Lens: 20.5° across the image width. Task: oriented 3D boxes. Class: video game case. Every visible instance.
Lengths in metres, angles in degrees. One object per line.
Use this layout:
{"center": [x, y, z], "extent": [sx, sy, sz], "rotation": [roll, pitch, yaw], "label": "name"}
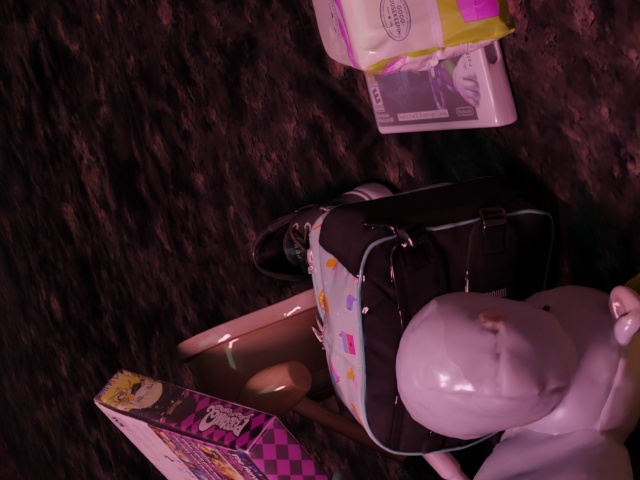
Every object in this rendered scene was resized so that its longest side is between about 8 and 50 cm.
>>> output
{"center": [0.072, -0.167, 1.331], "extent": [0.190, 0.022, 0.173], "rotation": [4, 110, 65], "label": "video game case"}
{"center": [-0.045, 0.201, 1.382], "extent": [0.210, 0.042, 0.232], "rotation": [10, 145, 52], "label": "video game case"}

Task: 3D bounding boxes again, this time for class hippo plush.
{"center": [0.161, 0.145, 1.134], "extent": [0.234, 0.294, 0.236], "rotation": [177, 97, -67], "label": "hippo plush"}

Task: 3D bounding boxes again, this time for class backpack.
{"center": [0.078, 0.055, 1.299], "extent": [0.144, 0.166, 0.188], "rotation": [30, 130, 60], "label": "backpack"}

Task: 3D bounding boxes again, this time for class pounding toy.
{"center": [-0.011, 0.125, 1.438], "extent": [0.154, 0.269, 0.155], "rotation": [-25, 82, 29], "label": "pounding toy"}

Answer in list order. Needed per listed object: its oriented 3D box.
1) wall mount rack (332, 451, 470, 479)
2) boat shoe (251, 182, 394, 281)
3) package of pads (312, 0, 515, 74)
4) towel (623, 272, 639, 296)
{"center": [0.118, 0.323, 1.460], "extent": [0.350, 0.130, 0.304], "rotation": [145, 122, -65], "label": "wall mount rack"}
{"center": [0.000, 0.000, 1.545], "extent": [0.228, 0.076, 0.080], "rotation": [-3, 104, 66], "label": "boat shoe"}
{"center": [0.035, -0.221, 1.125], "extent": [0.296, 0.101, 0.229], "rotation": [-117, 13, -81], "label": "package of pads"}
{"center": [0.261, 0.120, 1.121], "extent": [0.237, 0.021, 0.102], "rotation": [67, 156, 13], "label": "towel"}
